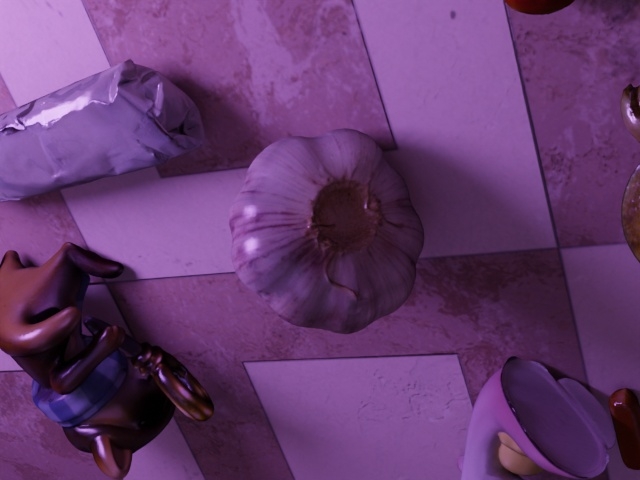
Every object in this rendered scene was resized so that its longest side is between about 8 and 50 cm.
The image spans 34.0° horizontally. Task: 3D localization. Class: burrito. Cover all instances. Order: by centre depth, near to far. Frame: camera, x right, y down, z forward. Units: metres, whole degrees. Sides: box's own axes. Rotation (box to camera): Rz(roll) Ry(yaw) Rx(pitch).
[{"bbox_3d":[-0.358,-0.122,1.355,0.446,0.101,0.139,-12,136,27],"label":"burrito"}]

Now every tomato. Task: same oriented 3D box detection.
[{"bbox_3d":[0.222,-0.267,1.055,0.087,0.087,0.075,6,163,15],"label":"tomato"}]

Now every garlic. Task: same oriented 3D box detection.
[{"bbox_3d":[0.000,0.000,1.276,0.245,0.245,0.253,30,161,-4],"label":"garlic"}]

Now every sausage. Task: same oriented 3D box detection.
[{"bbox_3d":[0.418,0.253,1.411,0.041,0.039,0.131,-2,124,30],"label":"sausage"}]

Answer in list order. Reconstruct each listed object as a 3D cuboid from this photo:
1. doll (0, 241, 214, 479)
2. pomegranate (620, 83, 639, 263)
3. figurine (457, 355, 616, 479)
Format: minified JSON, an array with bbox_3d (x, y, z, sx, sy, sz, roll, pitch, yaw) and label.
[{"bbox_3d":[-0.336,0.166,1.530,0.318,0.209,0.339,12,136,54],"label":"doll"},{"bbox_3d":[0.413,-0.055,1.111,0.241,0.159,0.189,35,127,28],"label":"pomegranate"},{"bbox_3d":[0.295,0.357,1.440,0.284,0.206,0.315,32,136,8],"label":"figurine"}]
